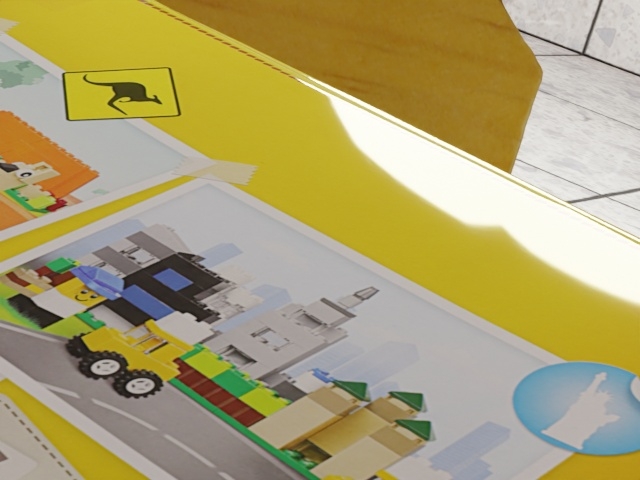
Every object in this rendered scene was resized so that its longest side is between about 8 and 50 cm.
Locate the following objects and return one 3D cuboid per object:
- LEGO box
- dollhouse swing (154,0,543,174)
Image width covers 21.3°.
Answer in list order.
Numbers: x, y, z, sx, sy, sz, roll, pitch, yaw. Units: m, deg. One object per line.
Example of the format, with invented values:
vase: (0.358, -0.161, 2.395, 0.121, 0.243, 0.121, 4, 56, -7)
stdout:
LEGO box: (-0.123, 0.085, 0.542, 0.372, 0.193, 0.500, -24, 39, -36)
dollhouse swing: (-0.057, -0.077, 1.057, 0.315, 0.347, 0.305, 16, 15, -3)
